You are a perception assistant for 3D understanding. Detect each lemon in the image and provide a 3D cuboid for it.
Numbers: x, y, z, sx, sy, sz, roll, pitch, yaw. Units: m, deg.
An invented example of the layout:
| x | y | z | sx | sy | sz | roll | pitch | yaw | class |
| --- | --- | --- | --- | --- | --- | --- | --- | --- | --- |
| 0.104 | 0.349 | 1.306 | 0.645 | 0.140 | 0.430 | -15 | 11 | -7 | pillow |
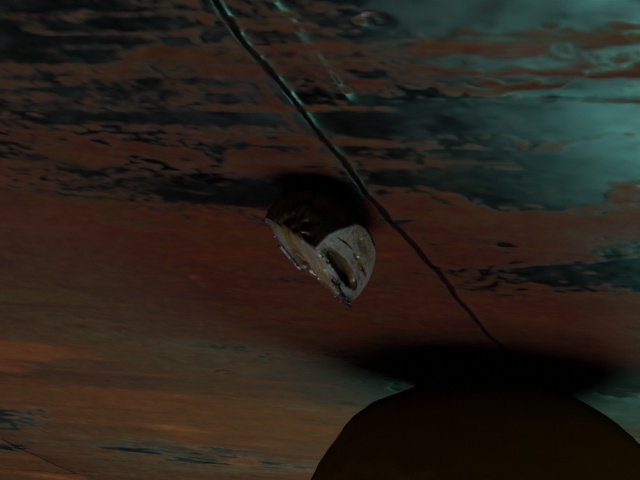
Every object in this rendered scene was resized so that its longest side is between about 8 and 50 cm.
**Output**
| x | y | z | sx | sy | sz | roll | pitch | yaw | class |
| --- | --- | --- | --- | --- | --- | --- | --- | --- | --- |
| 0.097 | 0.183 | 0.989 | 0.240 | 0.219 | 0.240 | -13 | 179 | 0 | lemon |

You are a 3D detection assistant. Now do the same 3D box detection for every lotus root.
| x | y | z | sx | sy | sz | roll | pitch | yaw | class |
| --- | --- | --- | --- | --- | --- | --- | --- | --- | --- |
| 0.002 | -0.002 | 0.752 | 0.037 | 0.030 | 0.083 | 35 | 169 | 23 | lotus root |
